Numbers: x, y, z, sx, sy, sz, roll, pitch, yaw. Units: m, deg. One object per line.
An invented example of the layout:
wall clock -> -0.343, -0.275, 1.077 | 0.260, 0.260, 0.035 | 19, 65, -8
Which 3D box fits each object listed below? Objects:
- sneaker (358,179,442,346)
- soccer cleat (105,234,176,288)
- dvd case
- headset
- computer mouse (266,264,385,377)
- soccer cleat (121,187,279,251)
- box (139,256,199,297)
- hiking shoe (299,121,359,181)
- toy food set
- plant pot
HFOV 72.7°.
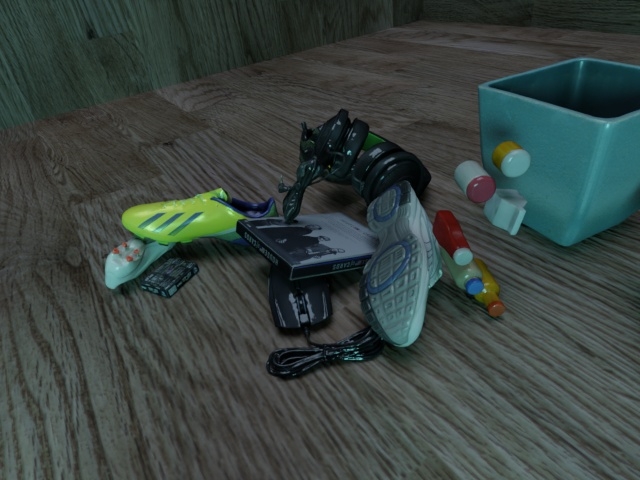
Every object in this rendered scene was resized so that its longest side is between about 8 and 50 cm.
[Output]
sneaker -> 0.140, 0.034, 0.661 | 0.111, 0.129, 0.297 | -30, 31, 36
soccer cleat -> -0.343, 0.022, 0.833 | 0.068, 0.076, 0.196 | 33, 26, 1
dvd case -> 0.000, 0.000, 0.754 | 0.238, 0.030, 0.179 | -6, 28, -37
headset -> 0.070, -0.138, 0.878 | 0.243, 0.185, 0.394 | 39, 27, 19
computer mouse -> 0.004, 0.082, 0.675 | 0.183, 0.060, 0.262 | -9, 35, 0
soccer cleat -> -0.220, -0.052, 0.815 | 0.288, 0.121, 0.094 | 5, 34, -7
box -> -0.274, 0.065, 0.792 | 0.067, 0.018, 0.083 | 11, 38, 25
hiking shoe -> 0.018, -0.222, 1.065 | 0.086, 0.114, 0.226 | -31, 41, -30
toy food set -> 0.228, -0.010, 0.603 | 0.110, 0.233, 0.105 | 3, 34, -8
plant pot -> 0.436, -0.142, 0.743 | 0.247, 0.253, 0.247 | -20, 35, -17
